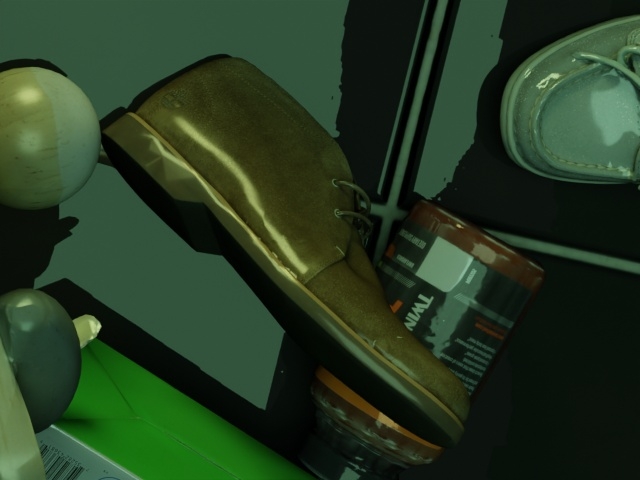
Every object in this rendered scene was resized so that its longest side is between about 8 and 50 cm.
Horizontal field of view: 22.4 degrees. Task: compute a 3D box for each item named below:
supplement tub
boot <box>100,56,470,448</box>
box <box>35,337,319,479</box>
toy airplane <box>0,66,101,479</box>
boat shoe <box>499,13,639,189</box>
[{"bbox_3d":[0.062,0.078,1.093,0.106,0.106,0.198,29,92,-14],"label":"supplement tub"},{"bbox_3d":[0.000,0.000,1.024,0.115,0.112,0.305,-41,74,-15],"label":"boot"},{"bbox_3d":[-0.123,0.230,1.040,0.262,0.127,0.231,33,112,-14],"label":"box"},{"bbox_3d":[-0.233,-0.072,0.892,0.272,0.384,0.386,-4,107,-41],"label":"toy airplane"},{"bbox_3d":[0.284,-0.096,1.107,0.320,0.103,0.118,-3,99,-10],"label":"boat shoe"}]
